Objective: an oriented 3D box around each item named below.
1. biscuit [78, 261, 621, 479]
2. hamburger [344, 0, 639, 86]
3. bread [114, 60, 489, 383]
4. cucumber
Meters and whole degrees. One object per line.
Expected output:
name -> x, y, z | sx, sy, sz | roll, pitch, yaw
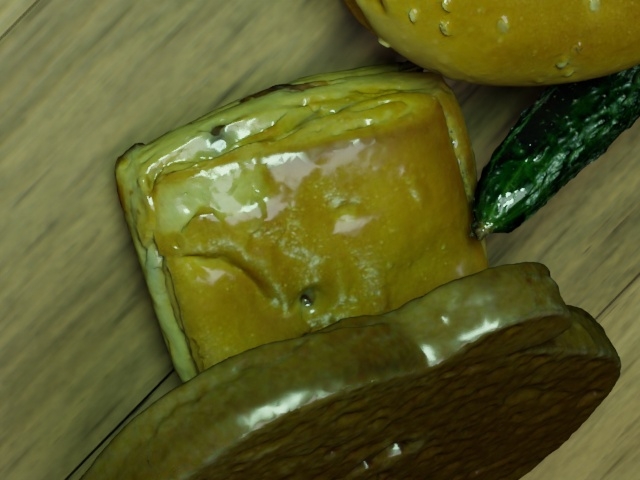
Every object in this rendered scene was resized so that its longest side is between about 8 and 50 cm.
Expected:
biscuit -> 0.028, 0.123, 0.904 | 0.394, 0.070, 0.350 | 2, 138, -44
hamburger -> 0.129, -0.238, 0.820 | 0.314, 0.170, 0.290 | -14, 111, -18
bread -> 0.000, 0.000, 0.903 | 0.235, 0.099, 0.210 | -23, 120, -15
cucumber -> 0.192, -0.100, 0.935 | 0.293, 0.067, 0.067 | -40, 124, -22
